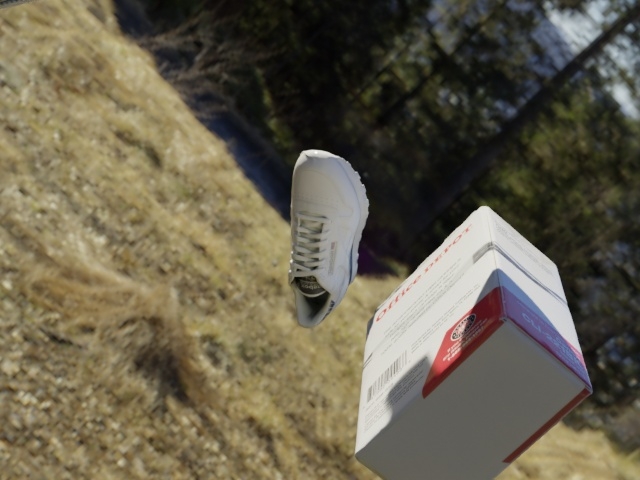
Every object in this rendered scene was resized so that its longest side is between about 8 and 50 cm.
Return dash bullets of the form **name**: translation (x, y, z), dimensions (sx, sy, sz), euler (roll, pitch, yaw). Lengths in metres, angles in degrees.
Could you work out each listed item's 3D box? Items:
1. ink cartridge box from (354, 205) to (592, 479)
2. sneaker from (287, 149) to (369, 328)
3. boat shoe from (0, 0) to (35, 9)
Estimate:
- **ink cartridge box**: translation (0.142, 0.109, 1.059), dimensions (0.114, 0.197, 0.273), euler (39, 21, -12)
- **sneaker**: translation (0.000, 0.000, 1.275), dimensions (0.090, 0.235, 0.095), euler (14, 44, 22)
- **boat shoe**: translation (-0.146, -0.151, 0.438), dimensions (0.116, 0.319, 0.099), euler (62, -14, -12)
